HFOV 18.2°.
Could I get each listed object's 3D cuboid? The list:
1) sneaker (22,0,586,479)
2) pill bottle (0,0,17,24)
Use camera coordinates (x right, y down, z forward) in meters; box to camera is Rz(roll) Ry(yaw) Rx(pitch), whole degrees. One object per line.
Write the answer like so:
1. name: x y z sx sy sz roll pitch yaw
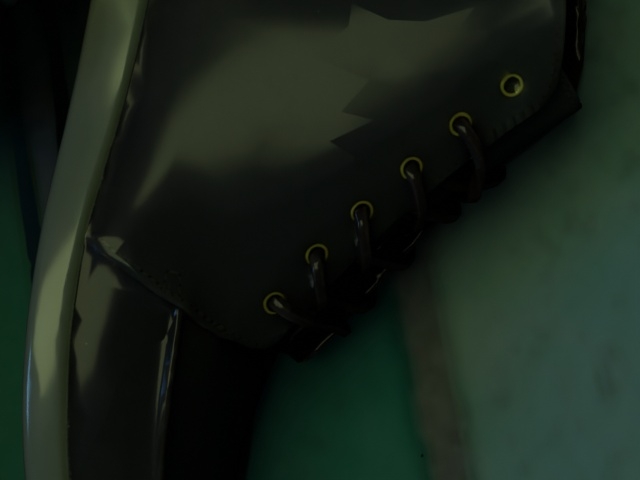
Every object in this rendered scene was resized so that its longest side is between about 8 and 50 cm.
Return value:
1. sneaker: 0.000 0.000 0.489 0.118 0.083 0.222 6 87 12
2. pill bottle: -0.097 -0.238 0.495 0.224 0.224 0.392 33 91 23
